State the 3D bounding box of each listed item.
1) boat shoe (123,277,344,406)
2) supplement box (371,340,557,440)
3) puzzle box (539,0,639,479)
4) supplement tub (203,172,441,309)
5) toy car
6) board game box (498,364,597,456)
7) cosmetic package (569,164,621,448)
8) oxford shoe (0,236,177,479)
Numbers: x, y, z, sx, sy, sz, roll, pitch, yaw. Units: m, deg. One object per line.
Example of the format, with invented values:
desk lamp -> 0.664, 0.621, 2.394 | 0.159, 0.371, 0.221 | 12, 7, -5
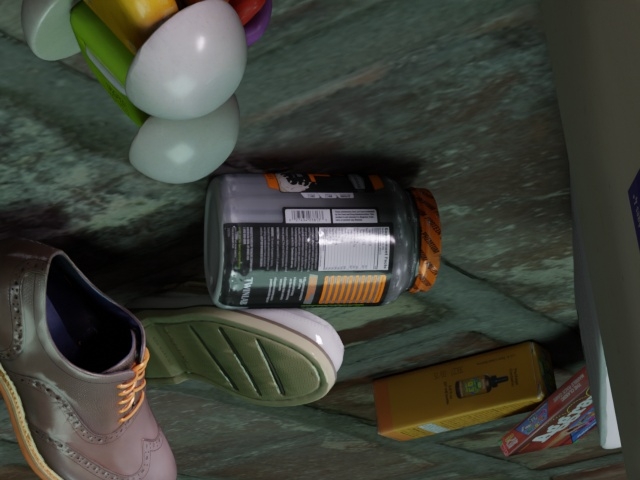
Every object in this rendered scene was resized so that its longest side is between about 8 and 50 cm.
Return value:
boat shoe -> -0.085, 0.079, 1.215 | 0.302, 0.103, 0.113 | 3, 128, 44
supplement box -> 0.187, 0.199, 1.682 | 0.233, 0.078, 0.080 | -18, 155, 28
puzzle box -> 0.167, -0.070, 0.602 | 0.052, 0.409, 0.272 | -5, 158, -2
supplement tub -> 0.000, 0.000, 1.108 | 0.190, 0.117, 0.117 | 0, 157, -14
toy car -> -0.089, -0.137, 0.760 | 0.136, 0.159, 0.182 | -38, 166, -20
board game box -> 0.356, 0.180, 1.613 | 0.145, 0.027, 0.281 | -1, 143, -39
cosmetic package -> 0.321, -0.005, 1.020 | 0.230, 0.161, 0.453 | -8, 147, 8
oxford shoe -> -0.214, 0.143, 1.214 | 0.132, 0.130, 0.364 | -4, 135, 29
